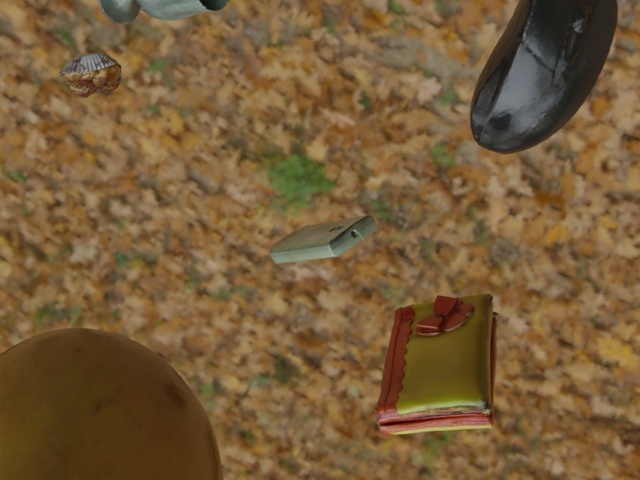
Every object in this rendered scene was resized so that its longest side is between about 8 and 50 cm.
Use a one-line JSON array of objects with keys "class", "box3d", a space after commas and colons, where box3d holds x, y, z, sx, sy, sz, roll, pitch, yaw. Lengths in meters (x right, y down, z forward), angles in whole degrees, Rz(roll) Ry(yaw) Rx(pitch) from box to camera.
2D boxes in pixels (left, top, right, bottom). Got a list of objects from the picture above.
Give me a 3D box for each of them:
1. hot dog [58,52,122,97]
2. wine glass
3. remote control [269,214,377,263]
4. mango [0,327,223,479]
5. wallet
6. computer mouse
[{"class": "hot dog", "box3d": [-0.412, -0.296, 2.126, 0.108, 0.059, 0.191, -9, 178, -6]}, {"class": "wine glass", "box3d": [-0.224, -0.362, 1.692, 0.202, 0.093, 0.093, 3, 143, 41]}, {"class": "remote control", "box3d": [0.000, 0.000, 1.955, 0.038, 0.098, 0.233, 60, 153, -10]}, {"class": "mango", "box3d": [-0.170, 0.182, 0.842, 0.211, 0.173, 0.317, 39, -167, -16]}, {"class": "wallet", "box3d": [0.143, 0.144, 1.423, 0.141, 0.241, 0.067, -6, 116, 12]}, {"class": "computer mouse", "box3d": [0.292, -0.225, 1.510, 0.137, 0.270, 0.086, 18, -163, -28]}]
